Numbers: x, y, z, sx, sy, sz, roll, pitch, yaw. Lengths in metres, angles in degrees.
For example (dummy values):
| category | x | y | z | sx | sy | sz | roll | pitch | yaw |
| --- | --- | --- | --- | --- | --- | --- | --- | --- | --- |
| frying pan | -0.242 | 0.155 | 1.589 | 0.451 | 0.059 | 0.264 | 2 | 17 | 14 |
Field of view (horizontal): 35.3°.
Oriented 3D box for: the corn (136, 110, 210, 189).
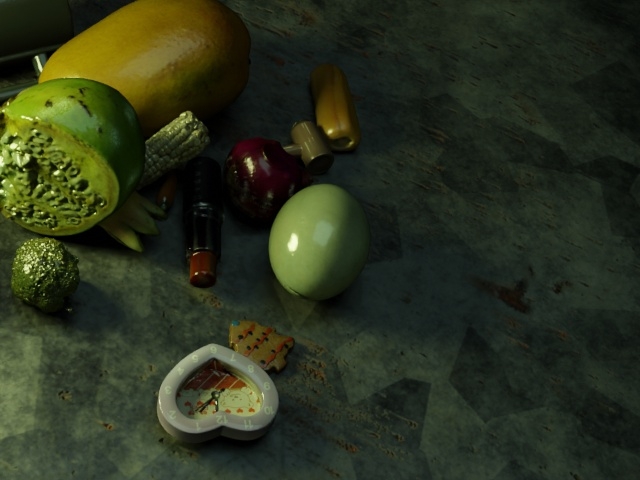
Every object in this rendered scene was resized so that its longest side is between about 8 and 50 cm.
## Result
| category | x | y | z | sx | sy | sz | roll | pitch | yaw |
| --- | --- | --- | --- | --- | --- | --- | --- | --- | --- |
| corn | -0.309 | -0.163 | 1.950 | 0.211 | 0.087 | 0.087 | -38 | 63 | 1 |

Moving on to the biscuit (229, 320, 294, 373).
| category | x | y | z | sx | sy | sz | roll | pitch | yaw |
| --- | --- | --- | --- | --- | --- | --- | --- | --- | --- |
| biscuit | -0.113 | 0.185 | 1.780 | 0.130 | 0.019 | 0.119 | 37 | 50 | 16 |

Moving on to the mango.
| category | x | y | z | sx | sy | sz | roll | pitch | yaw |
| --- | --- | --- | --- | --- | --- | --- | --- | --- | --- |
| mango | -0.348 | -0.350 | 2.041 | 0.446 | 0.232 | 0.300 | -21 | 62 | -24 |

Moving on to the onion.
| category | x | y | z | sx | sy | sz | roll | pitch | yaw |
| --- | --- | --- | --- | --- | --- | --- | --- | --- | --- |
| onion | -0.091 | -0.133 | 1.987 | 0.198 | 0.135 | 0.173 | -15 | 62 | -31 |

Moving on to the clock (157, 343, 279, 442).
| category | x | y | z | sx | sy | sz | roll | pitch | yaw |
| --- | --- | --- | --- | --- | --- | --- | --- | --- | --- |
| clock | -0.173 | 0.257 | 1.668 | 0.198 | 0.064 | 0.172 | 0 | 50 | -17 |

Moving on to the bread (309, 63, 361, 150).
| category | x | y | z | sx | sy | sz | roll | pitch | yaw |
| --- | --- | --- | --- | --- | --- | --- | --- | --- | --- |
| bread | 0.030 | -0.299 | 2.211 | 0.093 | 0.074 | 0.239 | -1 | 50 | -11 |

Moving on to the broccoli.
| category | x | y | z | sx | sy | sz | roll | pitch | yaw |
| --- | --- | --- | --- | --- | --- | --- | --- | --- | --- |
| broccoli | -0.468 | 0.059 | 1.724 | 0.131 | 0.130 | 0.120 | -1 | 0 | 17 |

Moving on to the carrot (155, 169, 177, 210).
| category | x | y | z | sx | sy | sz | roll | pitch | yaw |
| --- | --- | --- | --- | --- | --- | --- | --- | --- | --- |
| carrot | -0.299 | -0.104 | 1.969 | 0.035 | 0.035 | 0.142 | 12 | 40 | -7 |

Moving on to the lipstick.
| category | x | y | z | sx | sy | sz | roll | pitch | yaw |
| --- | --- | --- | --- | --- | --- | --- | --- | --- | --- |
| lipstick | -0.221 | -0.034 | 1.897 | 0.081 | 0.081 | 0.299 | 5 | 49 | -13 |

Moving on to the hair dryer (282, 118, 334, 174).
| category | x | y | z | sx | sy | sz | roll | pitch | yaw |
| --- | --- | --- | --- | --- | --- | --- | --- | --- | --- |
| hair dryer | -0.074 | -0.185 | 2.092 | 0.182 | 0.064 | 0.117 | -14 | 54 | -20 |

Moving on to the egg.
| category | x | y | z | sx | sy | sz | roll | pitch | yaw |
| --- | --- | --- | --- | --- | --- | --- | --- | --- | --- |
| egg | 0.000 | 0.000 | 1.862 | 0.187 | 0.186 | 0.253 | 20 | 50 | 0 |

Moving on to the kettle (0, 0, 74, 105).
| category | x | y | z | sx | sy | sz | roll | pitch | yaw |
| --- | --- | --- | --- | --- | --- | --- | --- | --- | --- |
| kettle | -0.677 | -0.416 | 2.050 | 0.308 | 0.262 | 0.203 | -24 | 25 | -29 |

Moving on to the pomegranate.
| category | x | y | z | sx | sy | sz | roll | pitch | yaw |
| --- | --- | --- | --- | --- | --- | --- | --- | --- | --- |
| pomegranate | -0.422 | -0.142 | 1.816 | 0.358 | 0.310 | 0.216 | 40 | 37 | -26 |
